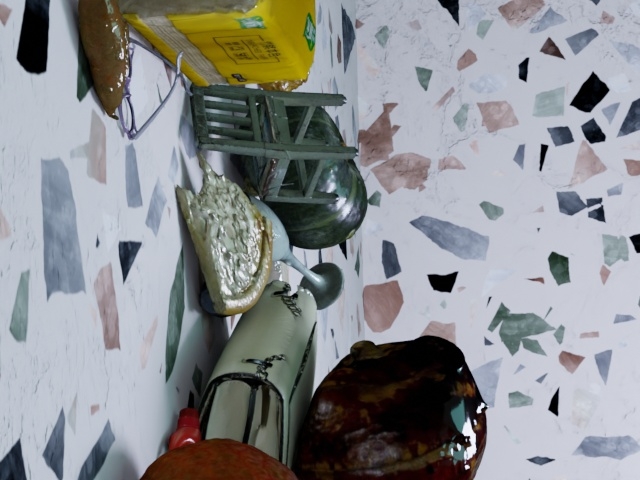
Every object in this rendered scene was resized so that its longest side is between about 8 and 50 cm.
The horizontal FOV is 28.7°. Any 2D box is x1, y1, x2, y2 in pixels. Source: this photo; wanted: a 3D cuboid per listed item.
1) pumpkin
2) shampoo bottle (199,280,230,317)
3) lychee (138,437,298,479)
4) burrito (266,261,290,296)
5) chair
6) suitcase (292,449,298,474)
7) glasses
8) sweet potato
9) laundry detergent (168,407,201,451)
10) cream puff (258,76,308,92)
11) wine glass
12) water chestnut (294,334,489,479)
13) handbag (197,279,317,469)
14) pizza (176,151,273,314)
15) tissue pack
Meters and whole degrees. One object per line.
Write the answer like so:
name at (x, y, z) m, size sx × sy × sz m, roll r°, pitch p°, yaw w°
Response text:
pumpkin at (-0.039, -0.123, 2.313) m, size 0.300 × 0.207 × 0.300 m, roll 63°, pitch 2°, yaw -3°
shampoo bottle at (-0.153, 0.078, 2.090) m, size 0.233 × 0.049 × 0.087 m, roll -39°, pitch 120°, yaw -78°
lychee at (-0.141, 0.383, 1.586) m, size 0.255 × 0.300 × 0.255 m, roll 173°, pitch -90°, yaw -68°
burrito at (-0.091, 0.062, 2.430) m, size 0.087 × 0.060 × 0.226 m, roll -16°, pitch 102°, yaw -76°
chair at (-0.090, -0.156, 2.055) m, size 0.147 × 0.270 × 0.136 m, roll 115°, pitch -30°, yaw -51°
suitcase at (-0.028, 0.434, 2.187) m, size 0.297 × 0.236 × 0.161 m, roll -83°, pitch 156°, yaw -44°
glasses at (-0.213, -0.208, 1.659) m, size 0.062 × 0.103 × 0.140 m, roll 25°, pitch 59°, yaw -77°
sweet potato at (-0.261, -0.235, 1.533) m, size 0.068 × 0.060 × 0.206 m, roll -33°, pitch 139°, yaw -39°
laundry detergent at (-0.196, 0.314, 1.784) m, size 0.097 × 0.049 × 0.165 m, roll 66°, pitch 20°, yaw -56°
cream puff at (-0.076, -0.338, 2.535) m, size 0.116 × 0.122 × 0.094 m, roll -43°, pitch 135°, yaw -24°
wine glass at (0.000, 0.000, 2.146) m, size 0.309 × 0.264 × 0.096 m, roll 42°, pitch 43°, yaw -49°
water chestnut at (0.120, 0.336, 1.989) m, size 0.335 × 0.335 × 0.347 m, roll -63°, pitch 142°, yaw -71°
handbag at (-0.098, 0.239, 2.014) m, size 0.358 × 0.160 × 0.237 m, roll -68°, pitch 169°, yaw -68°
pizza at (-0.144, -0.018, 1.967) m, size 0.181 × 0.034 × 0.262 m, roll -44°, pitch 120°, yaw -46°
tissue pack at (-0.142, -0.399, 1.777) m, size 0.382 × 0.228 × 0.293 m, roll 39°, pitch 46°, yaw -79°
